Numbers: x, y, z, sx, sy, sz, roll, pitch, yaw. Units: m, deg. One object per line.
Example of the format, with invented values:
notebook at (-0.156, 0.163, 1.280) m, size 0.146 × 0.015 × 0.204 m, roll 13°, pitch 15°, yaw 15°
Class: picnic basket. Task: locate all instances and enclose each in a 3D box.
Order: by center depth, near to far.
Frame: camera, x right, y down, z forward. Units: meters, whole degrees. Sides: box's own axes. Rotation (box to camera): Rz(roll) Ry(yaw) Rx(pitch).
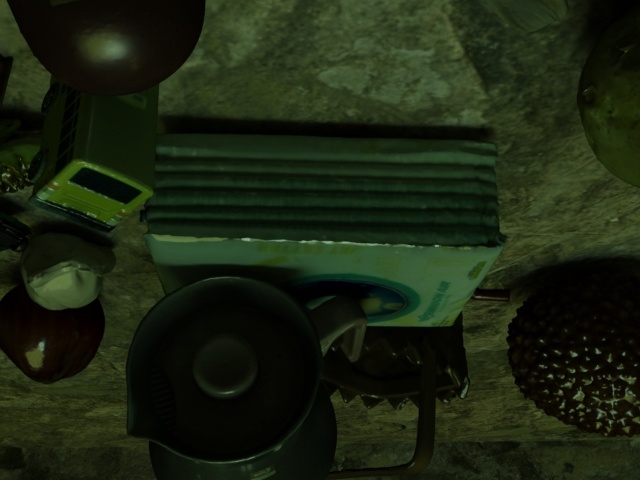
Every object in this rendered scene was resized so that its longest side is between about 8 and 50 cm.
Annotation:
picnic basket at (0.075, 0.202, 1.111) m, size 0.291 × 0.320 × 0.254 m, roll 28°, pitch 147°, yaw -35°

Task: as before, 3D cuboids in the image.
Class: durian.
durian at (-0.411, -0.081, 0.772) m, size 0.375 × 0.132 × 0.106 m, roll -5°, pitch 166°, yaw 0°

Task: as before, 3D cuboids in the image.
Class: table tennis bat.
table tennis bat at (0.247, 0.093, 1.224) m, size 0.155 × 0.019 × 0.098 m, roll 2°, pitch 153°, yaw 4°

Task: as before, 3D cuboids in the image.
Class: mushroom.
mushroom at (0.126, -0.219, 0.564) m, size 0.202 × 0.054 × 0.059 m, roll 14°, pitch 157°, yaw -35°

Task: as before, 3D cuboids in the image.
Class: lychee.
lychee at (0.426, 0.181, 1.123) m, size 0.268 × 0.267 × 0.267 m, roll 1°, pitch 154°, yaw 0°

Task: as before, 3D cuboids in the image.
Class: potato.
potato at (0.360, -0.115, 0.615) m, size 0.307 × 0.173 × 0.210 m, roll 21°, pitch 127°, yaw -38°

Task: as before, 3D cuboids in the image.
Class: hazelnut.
hazelnut at (-0.452, 0.148, 1.177) m, size 0.178 × 0.177 × 0.204 m, roll 8°, pitch 167°, yaw -15°

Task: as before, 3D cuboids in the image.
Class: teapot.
teapot at (-0.079, 0.192, 0.862) m, size 0.300 × 0.253 × 0.344 m, roll -30°, pitch 158°, yaw -16°

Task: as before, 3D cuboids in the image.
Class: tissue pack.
tissue pack at (0.000, 0.000, 0.878) m, size 0.388 × 0.162 × 0.287 m, roll 1°, pitch 154°, yaw -3°

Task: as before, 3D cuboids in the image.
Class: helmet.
helmet at (-0.150, -0.170, 0.553) m, size 0.175 × 0.106 × 0.155 m, roll -17°, pitch 179°, yaw -11°

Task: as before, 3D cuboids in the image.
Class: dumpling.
dumpling at (-0.369, 0.044, 1.045) m, size 0.136 × 0.118 × 0.199 m, roll -9°, pitch -177°, yaw -11°

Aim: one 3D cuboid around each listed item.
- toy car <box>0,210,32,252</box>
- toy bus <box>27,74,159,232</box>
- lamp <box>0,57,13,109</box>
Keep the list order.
toy car at (-0.473, -0.010, 0.984) m, size 0.165 × 0.062 × 0.071 m, roll -14°, pitch 151°, yaw 28°
toy bus at (-0.203, -0.107, 0.660) m, size 0.088 × 0.175 × 0.101 m, roll 24°, pitch 139°, yaw -39°
lamp at (-0.393, -0.201, 0.565) m, size 0.089 × 0.090 × 0.325 m, roll -7°, pitch 152°, yaw 17°
